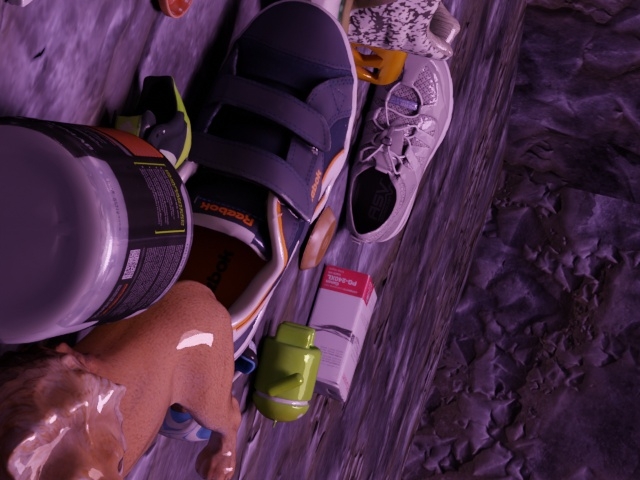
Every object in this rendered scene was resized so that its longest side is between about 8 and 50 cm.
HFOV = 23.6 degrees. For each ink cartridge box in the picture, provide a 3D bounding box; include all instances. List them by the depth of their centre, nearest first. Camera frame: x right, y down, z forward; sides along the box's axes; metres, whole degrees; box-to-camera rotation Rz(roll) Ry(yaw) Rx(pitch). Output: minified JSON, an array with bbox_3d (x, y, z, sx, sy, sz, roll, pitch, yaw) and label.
[{"bbox_3d":[0.020,0.121,1.973,0.109,0.063,0.150,71,35,-71],"label":"ink cartridge box"}]

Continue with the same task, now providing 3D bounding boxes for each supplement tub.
[{"bbox_3d":[-0.140,-0.007,0.852,0.190,0.117,0.117,-5,109,-78],"label":"supplement tub"}]

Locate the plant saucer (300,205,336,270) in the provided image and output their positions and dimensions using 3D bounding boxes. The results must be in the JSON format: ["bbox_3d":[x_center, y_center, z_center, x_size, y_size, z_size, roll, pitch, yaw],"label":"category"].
[{"bbox_3d":[0.000,0.000,1.810,0.083,0.015,0.083,23,90,-81],"label":"plant saucer"}]

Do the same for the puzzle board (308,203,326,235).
[{"bbox_3d":[0.007,-0.081,1.788,0.096,0.011,0.128,83,24,-62],"label":"puzzle board"}]

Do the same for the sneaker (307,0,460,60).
[{"bbox_3d":[0.097,-0.297,1.278,0.410,0.182,0.158,112,-4,-56],"label":"sneaker"}]

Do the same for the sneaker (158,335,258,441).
[{"bbox_3d":[-0.083,0.066,1.325,0.085,0.086,0.237,80,25,-61],"label":"sneaker"}]

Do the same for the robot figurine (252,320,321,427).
[{"bbox_3d":[-0.038,0.150,1.705,0.101,0.067,0.115,-19,122,-82],"label":"robot figurine"}]

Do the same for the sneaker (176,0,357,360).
[{"bbox_3d":[-0.053,-0.051,1.213,0.127,0.126,0.321,74,33,-80],"label":"sneaker"}]

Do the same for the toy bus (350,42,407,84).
[{"bbox_3d":[0.062,-0.234,1.567,0.202,0.104,0.191,-76,-178,-58],"label":"toy bus"}]

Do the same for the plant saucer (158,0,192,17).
[{"bbox_3d":[-0.100,-0.200,1.085,0.083,0.013,0.083,14,90,-80],"label":"plant saucer"}]

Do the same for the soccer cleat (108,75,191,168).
[{"bbox_3d":[-0.131,-0.043,1.036,0.179,0.060,0.072,-74,161,-47],"label":"soccer cleat"}]

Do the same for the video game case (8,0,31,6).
[{"bbox_3d":[-0.149,-0.200,0.843,0.087,0.011,0.122,-60,161,-55],"label":"video game case"}]

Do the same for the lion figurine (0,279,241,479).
[{"bbox_3d":[-0.136,0.113,0.992,0.392,0.142,0.240,-64,167,-62],"label":"lion figurine"}]

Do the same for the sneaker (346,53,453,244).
[{"bbox_3d":[0.099,-0.118,1.957,0.115,0.105,0.281,-47,150,-69],"label":"sneaker"}]
